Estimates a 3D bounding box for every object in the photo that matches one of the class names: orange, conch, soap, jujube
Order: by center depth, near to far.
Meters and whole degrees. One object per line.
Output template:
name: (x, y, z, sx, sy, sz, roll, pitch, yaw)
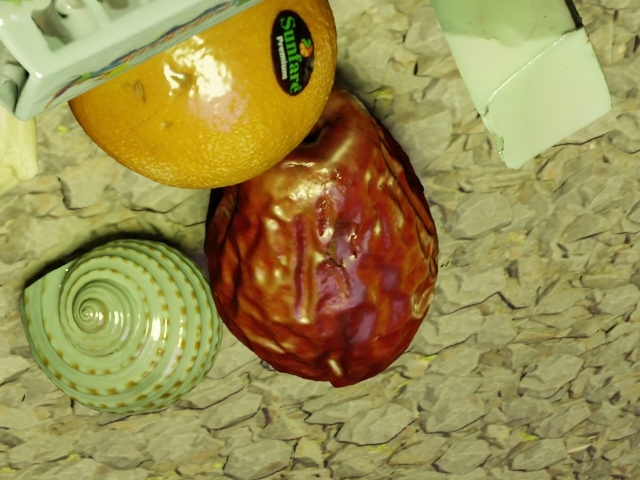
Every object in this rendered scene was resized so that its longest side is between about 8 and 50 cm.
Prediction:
orange: (-0.087, -0.134, 1.252, 0.206, 0.206, 0.206, -12, 143, -10)
soap: (0.130, -0.162, 1.276, 0.091, 0.230, 0.145, -25, 143, 8)
jujube: (0.000, 0.000, 1.458, 0.197, 0.197, 0.290, -16, 142, -5)
conch: (-0.156, 0.086, 1.536, 0.172, 0.131, 0.200, -27, 145, 16)

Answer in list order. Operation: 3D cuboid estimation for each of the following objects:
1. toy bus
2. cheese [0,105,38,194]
toy bus: (-0.082, -0.203, 1.118, 0.330, 0.136, 0.109, -31, 172, -23)
cheese: (-0.322, -0.070, 1.202, 0.266, 0.233, 0.127, -25, 154, 11)
